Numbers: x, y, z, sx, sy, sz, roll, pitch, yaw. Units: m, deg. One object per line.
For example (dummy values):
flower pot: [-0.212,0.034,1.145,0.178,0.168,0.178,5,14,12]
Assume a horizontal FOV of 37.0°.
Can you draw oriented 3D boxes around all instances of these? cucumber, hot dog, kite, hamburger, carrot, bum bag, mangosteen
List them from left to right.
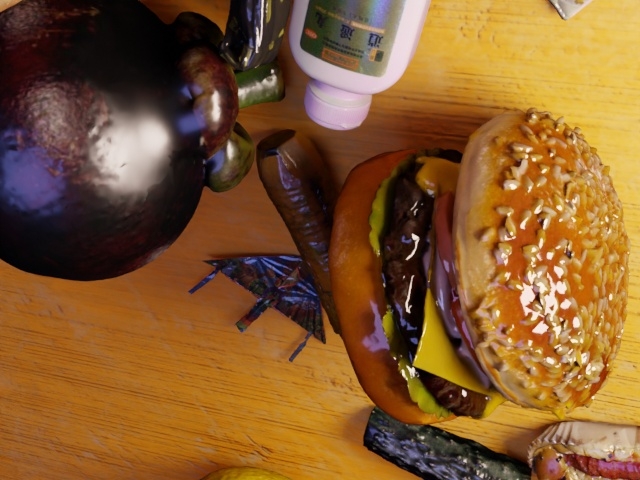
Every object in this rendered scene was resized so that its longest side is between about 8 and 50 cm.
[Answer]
mangosteen: [-0.215,-0.104,0.899,0.313,0.297,0.297,2,127,32]
bum bag: [-0.053,-0.264,0.812,0.060,0.107,0.232,6,112,10]
kite: [-0.059,0.065,1.150,0.183,0.010,0.160,35,127,-10]
carrot: [0.000,0.000,1.039,0.070,0.070,0.260,-6,123,27]
cucumber: [0.152,0.282,1.192,0.211,0.062,0.078,19,131,8]
hamburger: [0.154,0.025,0.863,0.225,0.291,0.291,-9,121,35]
hot dog: [0.362,0.260,1.083,0.252,0.069,0.131,3,127,22]

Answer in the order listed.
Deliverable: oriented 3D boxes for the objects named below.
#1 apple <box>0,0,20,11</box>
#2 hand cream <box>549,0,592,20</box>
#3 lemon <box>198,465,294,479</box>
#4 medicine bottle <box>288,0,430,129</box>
apple: [-0.306,-0.353,0.763,0.314,0.309,0.252,29,164,17]
hand cream: [0.238,-0.238,0.778,0.061,0.039,0.143,47,133,-15]
lemon: [-0.082,0.442,1.296,0.320,0.245,0.245,32,131,-11]
medicine bottle: [0.034,-0.203,0.860,0.115,0.078,0.219,20,130,6]
